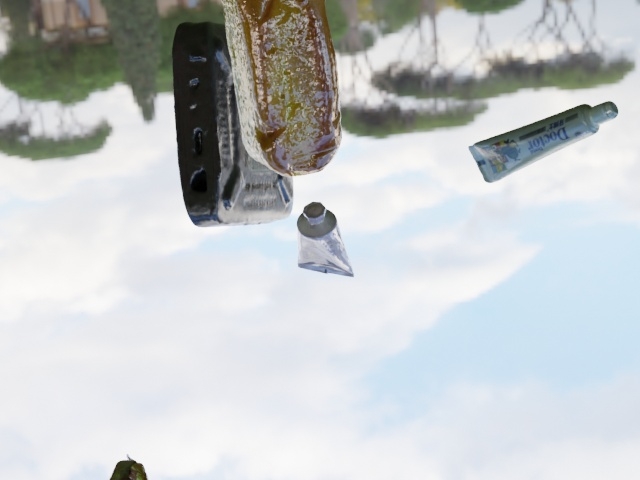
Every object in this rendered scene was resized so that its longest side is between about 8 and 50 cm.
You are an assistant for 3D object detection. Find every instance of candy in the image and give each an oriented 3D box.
[{"bbox_3d":[-0.211,0.281,1.323,0.046,0.053,0.182,-31,-166,7],"label":"candy"}]

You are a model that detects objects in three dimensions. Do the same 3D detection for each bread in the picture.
[{"bbox_3d":[-0.042,-0.186,1.246,0.102,0.245,0.094,-18,-155,-26],"label":"bread"}]

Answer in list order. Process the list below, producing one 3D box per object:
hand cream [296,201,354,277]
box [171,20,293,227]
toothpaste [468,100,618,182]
[{"bbox_3d":[0.000,0.000,1.624,0.084,0.142,0.053,11,-123,17],"label":"hand cream"},{"bbox_3d":[-0.118,-0.166,1.755,0.073,0.290,0.289,-3,-179,24],"label":"box"},{"bbox_3d":[0.315,-0.144,1.696,0.255,0.067,0.037,-21,-166,47],"label":"toothpaste"}]
